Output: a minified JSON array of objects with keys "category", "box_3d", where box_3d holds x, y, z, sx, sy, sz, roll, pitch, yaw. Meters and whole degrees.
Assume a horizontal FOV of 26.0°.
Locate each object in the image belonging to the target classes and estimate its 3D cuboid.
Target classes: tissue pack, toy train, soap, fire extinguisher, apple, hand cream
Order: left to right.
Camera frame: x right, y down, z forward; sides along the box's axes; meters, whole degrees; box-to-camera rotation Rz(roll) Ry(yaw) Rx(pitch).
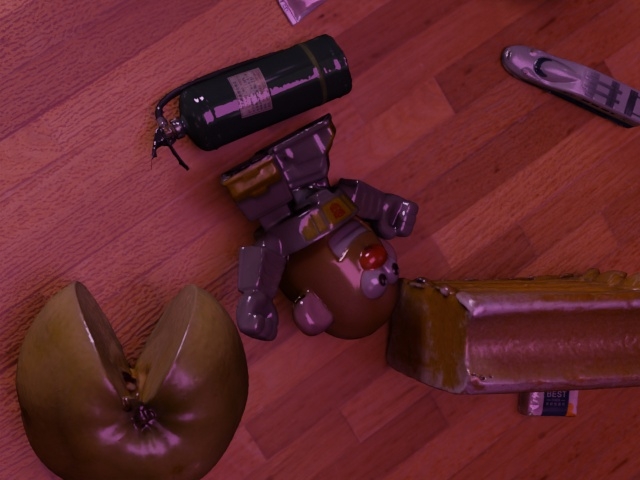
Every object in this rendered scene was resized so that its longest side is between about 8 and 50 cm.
[{"category":"apple","box_3d":[-0.230,0.178,1.708,0.292,0.254,0.292,-3,104,-10]},{"category":"fire extinguisher","box_3d":[-0.108,-0.182,1.833,0.294,0.093,0.118,-24,74,-17]},{"category":"hand cream","box_3d":[0.033,-0.378,1.906,0.216,0.038,0.052,-35,76,-11]},{"category":"soap","box_3d":[0.289,0.118,1.884,0.335,0.293,0.156,0,96,-21]},{"category":"tissue pack","box_3d":[0.336,0.228,2.035,0.083,0.042,0.062,5,93,-20]},{"category":"toy train","box_3d":[0.373,-0.230,2.023,0.234,0.051,0.052,22,81,-20]}]

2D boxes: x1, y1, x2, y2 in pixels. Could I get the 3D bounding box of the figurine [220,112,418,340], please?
[{"category":"figurine","box_3d":[0.000,0.000,1.836,0.343,0.167,0.285,-30,99,-20]}]
